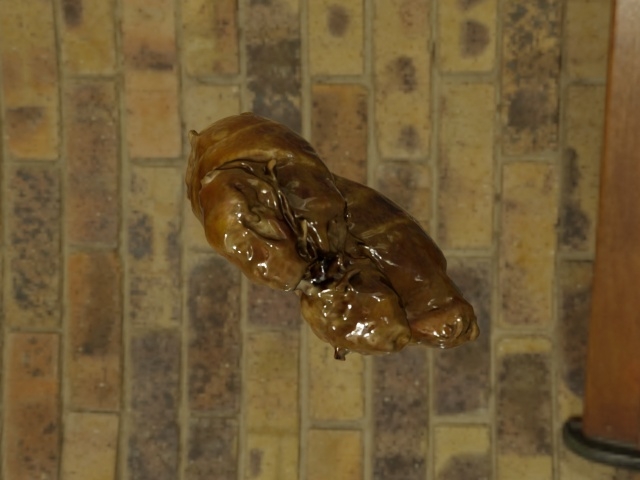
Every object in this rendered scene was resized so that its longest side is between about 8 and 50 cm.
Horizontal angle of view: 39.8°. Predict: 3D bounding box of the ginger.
[{"bbox_3d":[0.009,0.004,0.937,0.152,0.357,0.274,-53,17,6],"label":"ginger"}]
